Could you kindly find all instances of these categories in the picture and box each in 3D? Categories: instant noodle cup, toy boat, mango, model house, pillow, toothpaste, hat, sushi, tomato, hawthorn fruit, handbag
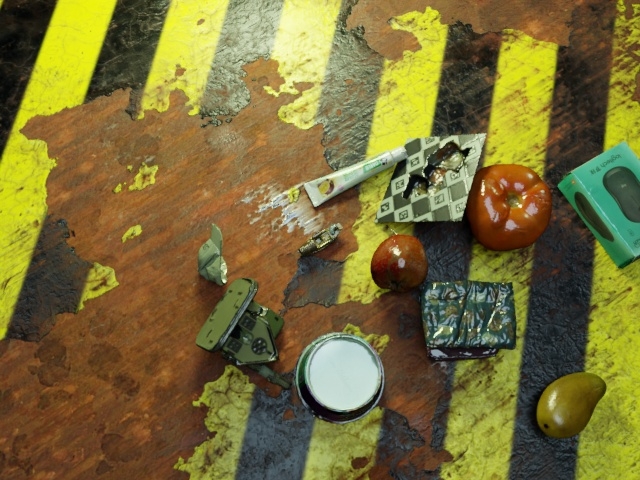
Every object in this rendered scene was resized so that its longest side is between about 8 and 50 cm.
[{"bbox_3d":[0.053,0.350,1.733,0.252,0.190,0.251,0,74,-1],"label":"instant noodle cup"},{"bbox_3d":[0.000,0.000,1.905,0.149,0.049,0.047,-33,77,-10],"label":"toy boat"},{"bbox_3d":[0.667,0.433,1.773,0.228,0.099,0.136,-36,73,-19],"label":"mango"},{"bbox_3d":[-0.155,0.259,1.787,0.279,0.205,0.218,36,76,-22],"label":"model house"},{"bbox_3d":[0.399,0.199,1.789,0.256,0.034,0.188,1,72,0],"label":"pillow"},{"bbox_3d":[0.108,-0.199,1.967,0.315,0.056,0.058,-25,31,-4],"label":"toothpaste"},{"bbox_3d":[-0.300,0.036,1.851,0.081,0.122,0.166,1,98,-13],"label":"hat"},{"bbox_3d":[0.326,-0.163,1.904,0.294,0.059,0.292,4,66,44],"label":"sushi"},{"bbox_3d":[0.524,-0.090,1.874,0.260,0.180,0.259,1,76,-3],"label":"tomato"},{"bbox_3d":[0.224,0.041,1.855,0.163,0.162,0.203,13,62,2],"label":"hawthorn fruit"},{"bbox_3d":[0.380,0.225,1.838,0.203,0.074,0.216,-4,72,-3],"label":"handbag"}]

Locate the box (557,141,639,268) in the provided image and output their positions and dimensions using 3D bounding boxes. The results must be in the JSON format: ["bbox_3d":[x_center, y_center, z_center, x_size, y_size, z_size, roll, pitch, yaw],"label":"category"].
[{"bbox_3d":[0.869,-0.104,1.918,0.205,0.118,0.311,-29,76,-7],"label":"box"}]
